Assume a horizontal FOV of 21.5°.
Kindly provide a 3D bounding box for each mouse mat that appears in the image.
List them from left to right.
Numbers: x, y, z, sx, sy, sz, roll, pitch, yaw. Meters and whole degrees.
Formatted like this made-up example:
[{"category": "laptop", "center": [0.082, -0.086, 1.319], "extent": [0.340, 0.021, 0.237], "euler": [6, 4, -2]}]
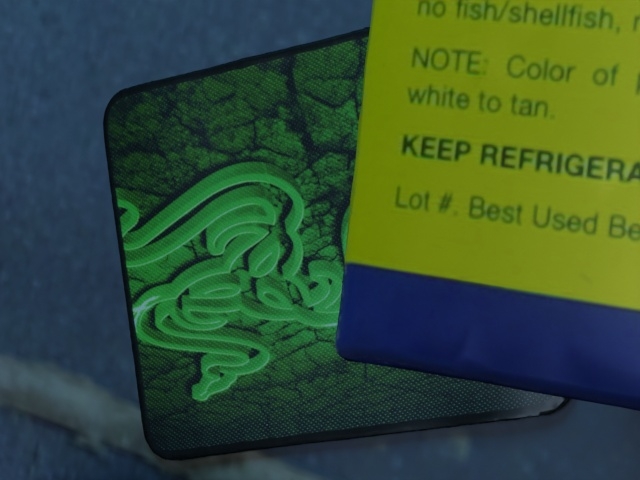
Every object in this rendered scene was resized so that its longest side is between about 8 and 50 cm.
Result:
[{"category": "mouse mat", "center": [0.000, 0.000, 0.638], "extent": [0.190, 0.007, 0.152], "euler": [-11, 85, 31]}]

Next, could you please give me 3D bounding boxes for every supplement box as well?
[{"category": "supplement box", "center": [0.151, -0.132, 0.442], "extent": [0.194, 0.195, 0.356], "euler": [10, 96, 30]}]
